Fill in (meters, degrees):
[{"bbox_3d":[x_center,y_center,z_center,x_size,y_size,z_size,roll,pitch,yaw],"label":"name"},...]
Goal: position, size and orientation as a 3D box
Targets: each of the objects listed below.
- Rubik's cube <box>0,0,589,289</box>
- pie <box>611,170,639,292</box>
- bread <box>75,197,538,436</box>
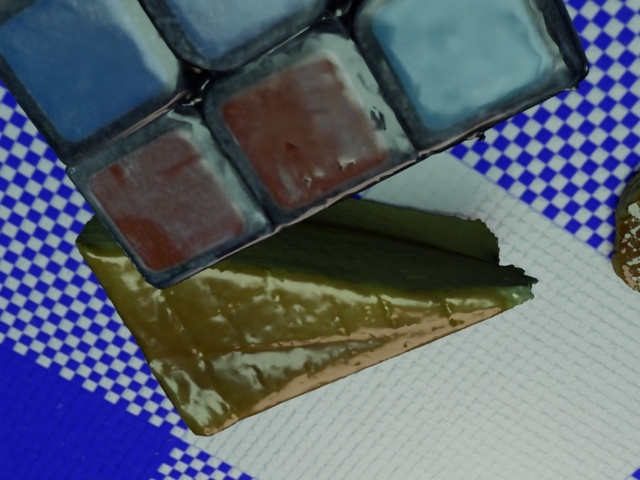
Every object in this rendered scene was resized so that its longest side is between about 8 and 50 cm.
[{"bbox_3d":[-0.048,-0.232,0.661,0.362,0.363,0.358,-24,109,18],"label":"Rubik's cube"},{"bbox_3d":[0.398,-0.005,0.915,0.195,0.046,0.195,6,114,13],"label":"pie"},{"bbox_3d":[0.000,0.000,0.848,0.362,0.233,0.244,-20,112,8],"label":"bread"}]
